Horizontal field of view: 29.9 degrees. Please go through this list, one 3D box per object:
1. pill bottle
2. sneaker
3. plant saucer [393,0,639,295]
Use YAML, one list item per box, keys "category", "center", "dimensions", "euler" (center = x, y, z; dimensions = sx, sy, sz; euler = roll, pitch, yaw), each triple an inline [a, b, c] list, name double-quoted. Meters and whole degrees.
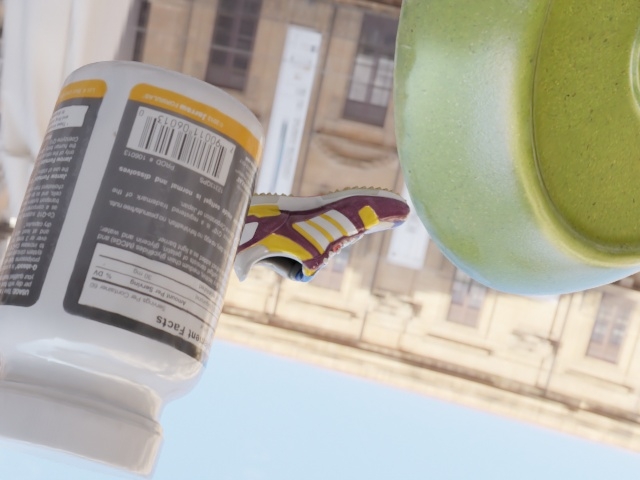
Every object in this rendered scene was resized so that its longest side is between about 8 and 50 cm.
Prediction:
- category: "pill bottle"
  center: [-0.148, 0.023, 0.876]
  dimensions: [0.162, 0.278, 0.162]
  euler: [13, 164, 4]
- category: "sneaker"
  center: [0.000, 0.000, 1.132]
  dimensions: [0.185, 0.084, 0.069]
  euler: [-5, 160, -15]
- category: "plant saucer"
  center: [0.132, -0.082, 0.467]
  dimensions: [0.241, 0.241, 0.037]
  euler: [-3, -157, -38]
